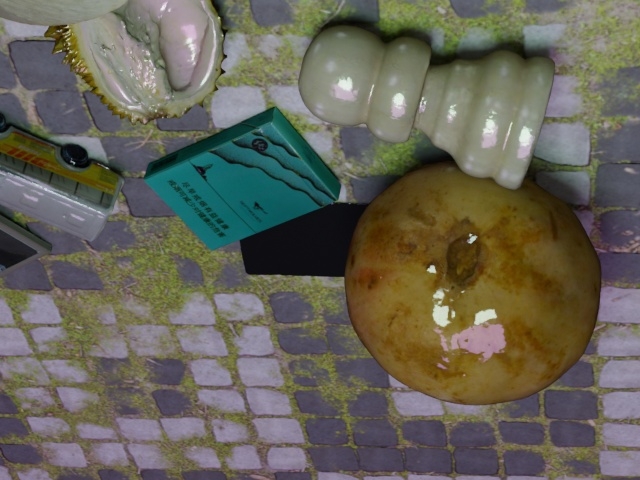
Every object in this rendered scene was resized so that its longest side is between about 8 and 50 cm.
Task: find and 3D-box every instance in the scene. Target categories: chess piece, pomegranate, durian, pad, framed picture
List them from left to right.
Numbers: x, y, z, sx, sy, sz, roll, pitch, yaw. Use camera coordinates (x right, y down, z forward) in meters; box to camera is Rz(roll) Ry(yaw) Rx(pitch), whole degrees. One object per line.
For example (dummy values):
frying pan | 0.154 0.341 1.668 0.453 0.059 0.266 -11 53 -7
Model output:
framed picture | -0.561 0.013 2.133 0.260 0.023 0.189 -23 139 31
durian | -0.227 -0.252 1.713 0.138 0.183 0.249 20 160 49
pad | 0.000 0.000 2.041 0.243 0.004 0.163 2 138 8
chess piece | 0.122 -0.178 1.716 0.300 0.167 0.167 15 138 0
pomegranate | 0.199 0.057 1.858 0.338 0.338 0.338 5 138 5

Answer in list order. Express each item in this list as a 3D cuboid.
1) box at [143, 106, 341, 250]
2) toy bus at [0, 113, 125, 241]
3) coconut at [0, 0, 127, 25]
box | -0.107 -0.080 1.940 0.226 0.042 0.161 -22 128 30
toy bus | -0.410 -0.094 1.936 0.268 0.106 0.092 24 134 -15
coconut | -0.309 -0.365 1.452 0.329 0.329 0.329 5 138 5
